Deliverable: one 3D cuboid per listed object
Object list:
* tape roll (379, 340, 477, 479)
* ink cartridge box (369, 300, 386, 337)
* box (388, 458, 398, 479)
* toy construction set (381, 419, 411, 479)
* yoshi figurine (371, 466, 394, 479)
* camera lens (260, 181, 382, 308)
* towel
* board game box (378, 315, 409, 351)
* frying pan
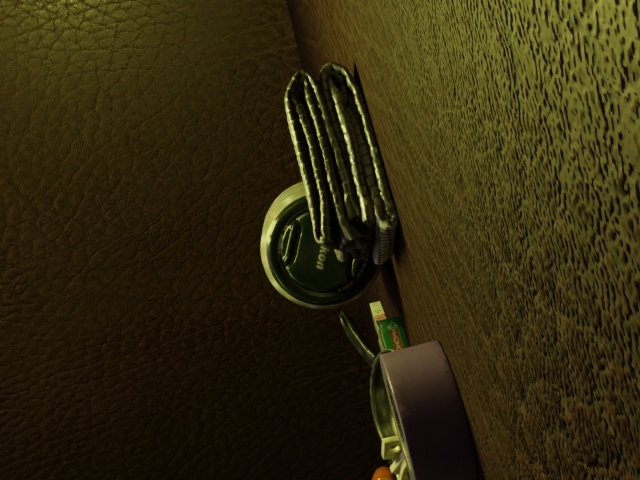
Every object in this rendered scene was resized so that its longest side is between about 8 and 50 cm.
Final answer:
[{"bbox_3d":[0.138,0.230,1.168,0.189,0.080,0.188,-14,-90,-90],"label":"tape roll"},{"bbox_3d":[0.144,0.199,2.115,0.115,0.029,0.062,-108,4,-63],"label":"ink cartridge box"},{"bbox_3d":[0.154,0.424,1.704,0.184,0.045,0.190,73,-179,-50],"label":"box"},{"bbox_3d":[0.147,0.410,1.252,0.215,0.151,0.327,46,-155,-34],"label":"toy construction set"},{"bbox_3d":[0.192,0.654,1.959,0.203,0.204,0.362,59,180,-12],"label":"yoshi figurine"},{"bbox_3d":[0.000,0.000,1.674,0.274,0.220,0.219,-108,3,-82],"label":"camera lens"},{"bbox_3d":[0.028,-0.105,1.399,0.235,0.121,0.283,75,180,-78],"label":"towel"},{"bbox_3d":[0.171,0.317,1.706,0.213,0.046,0.317,75,180,-75],"label":"board game box"},{"bbox_3d":[0.114,0.267,1.603,0.326,0.053,0.197,-143,52,-63],"label":"frying pan"}]
